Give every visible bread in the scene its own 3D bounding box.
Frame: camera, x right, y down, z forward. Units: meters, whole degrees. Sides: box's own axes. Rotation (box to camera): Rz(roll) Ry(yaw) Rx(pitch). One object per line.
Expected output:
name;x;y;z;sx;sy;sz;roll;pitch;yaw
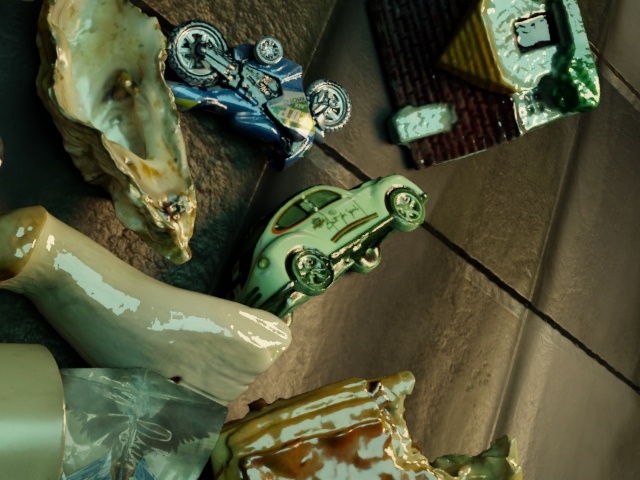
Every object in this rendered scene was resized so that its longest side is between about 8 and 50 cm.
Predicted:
bread;0.057;0.298;1.091;0.370;0.191;0.314;-11;89;-22

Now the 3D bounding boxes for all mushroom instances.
mushroom;-0.198;0.070;1.006;0.329;0.122;0.159;37;81;-25

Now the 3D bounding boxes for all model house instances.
model house;0.196;-0.260;1.358;0.249;0.230;0.280;-16;89;-15

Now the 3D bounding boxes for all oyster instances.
oyster;-0.216;-0.134;1.050;0.166;0.110;0.341;-31;98;-44

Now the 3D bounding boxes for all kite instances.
kite;-0.214;0.272;0.962;0.169;0.015;0.309;19;89;-5

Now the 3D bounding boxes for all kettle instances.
kettle;-0.370;0.192;0.838;0.255;0.165;0.240;6;106;-37

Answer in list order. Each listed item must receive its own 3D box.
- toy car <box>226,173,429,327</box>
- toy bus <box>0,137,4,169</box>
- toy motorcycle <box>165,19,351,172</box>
toy car;0.000;0.000;1.182;0.125;0.136;0.306;50;51;6
toy bus;-0.426;-0.080;0.833;0.232;0.194;0.287;-40;107;-24
toy motorcycle;-0.081;-0.165;1.177;0.255;0.092;0.135;21;78;-25
